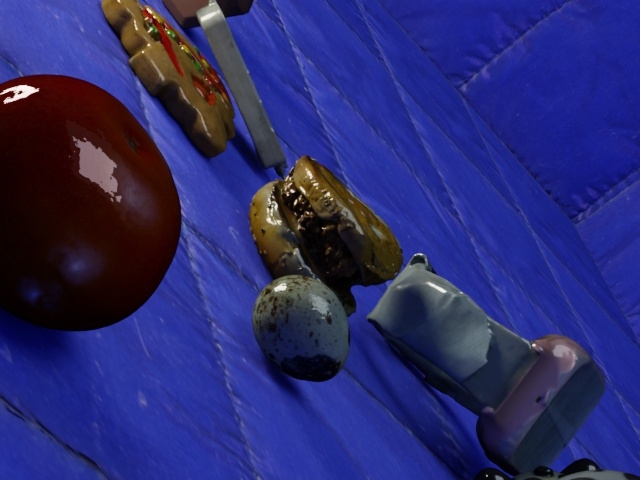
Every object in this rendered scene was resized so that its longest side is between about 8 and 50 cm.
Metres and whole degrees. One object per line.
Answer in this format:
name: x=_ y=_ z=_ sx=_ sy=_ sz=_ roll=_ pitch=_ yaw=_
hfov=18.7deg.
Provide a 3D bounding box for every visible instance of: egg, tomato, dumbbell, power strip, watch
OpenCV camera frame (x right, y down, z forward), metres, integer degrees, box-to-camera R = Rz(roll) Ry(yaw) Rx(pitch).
egg: x=-0.016 y=0.082 z=1.773 sx=0.085 sy=0.085 sz=0.110 roll=-100 pitch=167 yaw=-64
tomato: x=-0.178 y=-0.029 z=1.350 sx=0.195 sy=0.136 sz=0.195 roll=51 pitch=13 yaw=-16
dumbbell: x=-0.134 y=-0.313 z=2.420 sx=0.092 sy=0.082 sz=0.231 roll=54 pitch=12 yaw=-3
power strip: x=-0.087 y=-0.166 z=2.203 sx=0.080 sy=0.029 sz=0.227 roll=-128 pitch=-167 yaw=-79
watch: x=0.169 y=0.132 z=2.163 sx=0.241 sy=0.162 sz=0.253 roll=35 pitch=-6 yaw=25

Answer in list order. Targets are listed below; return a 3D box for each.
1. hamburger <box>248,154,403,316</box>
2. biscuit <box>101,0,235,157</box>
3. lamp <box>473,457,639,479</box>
hamburger: x=0.000 y=0.000 z=2.025 sx=0.177 sy=0.113 sz=0.185 roll=39 pitch=10 yaw=-31
biscuit: x=-0.147 y=-0.182 z=2.115 sx=0.212 sy=0.041 sz=0.238 roll=54 pitch=13 yaw=6
lamp: x=0.272 y=0.312 z=2.006 sx=0.198 sy=0.198 sz=0.244 roll=46 pitch=-3 yaw=-31
